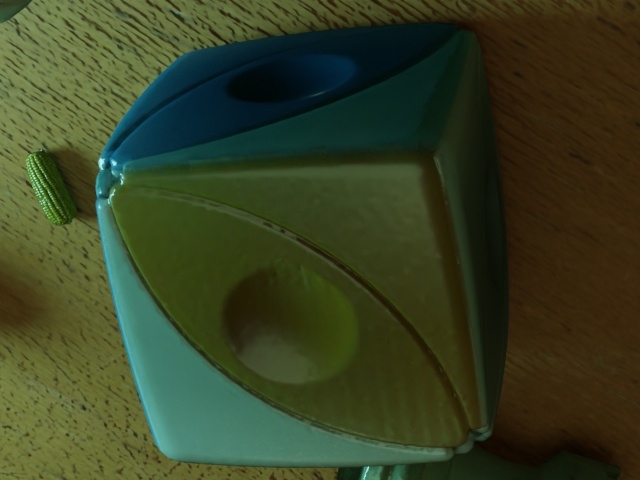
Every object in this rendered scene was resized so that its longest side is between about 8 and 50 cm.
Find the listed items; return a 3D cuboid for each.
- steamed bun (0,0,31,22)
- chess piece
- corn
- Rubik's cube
[{"bbox_3d":[-0.380,-0.370,1.705,0.352,0.247,0.339,2,100,29],"label":"steamed bun"},{"bbox_3d":[0.178,0.273,1.959,0.299,0.194,0.194,15,118,-7],"label":"chess piece"},{"bbox_3d":[-0.300,-0.058,1.955,0.037,0.037,0.092,-14,110,17],"label":"corn"},{"bbox_3d":[0.000,0.000,1.751,0.352,0.351,0.347,-5,115,11],"label":"Rubik's cube"}]
